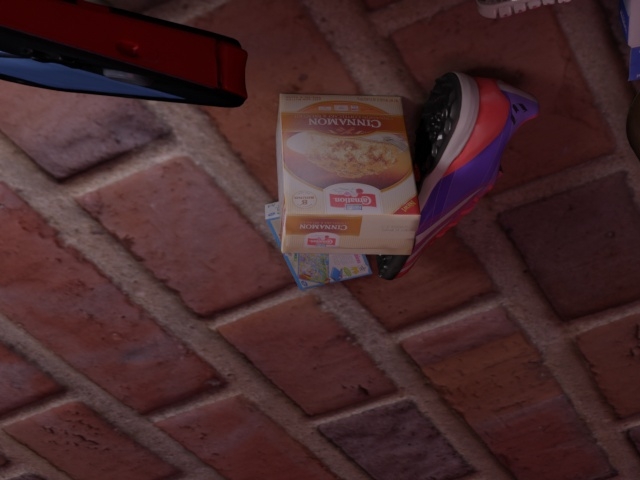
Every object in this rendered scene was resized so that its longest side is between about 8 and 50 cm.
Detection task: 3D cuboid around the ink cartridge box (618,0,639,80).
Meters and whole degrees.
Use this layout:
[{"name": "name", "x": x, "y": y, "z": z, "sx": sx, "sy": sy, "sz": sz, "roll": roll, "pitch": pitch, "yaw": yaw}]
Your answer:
[{"name": "ink cartridge box", "x": 0.390, "y": -0.299, "z": 1.005, "sx": 0.185, "sy": 0.065, "sz": 0.311, "roll": -8, "pitch": 136, "yaw": 6}]

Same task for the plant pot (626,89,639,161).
[{"name": "plant pot", "x": 0.477, "y": -0.071, "z": 1.149, "sx": 0.215, "sy": 0.230, "sz": 0.215, "roll": -3, "pitch": 139, "yaw": -2}]

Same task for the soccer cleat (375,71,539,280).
[{"name": "soccer cleat", "x": 0.150, "y": -0.061, "z": 1.231, "sx": 0.116, "sy": 0.109, "sz": 0.318, "roll": 5, "pitch": 136, "yaw": -17}]

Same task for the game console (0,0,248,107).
[{"name": "game console", "x": -0.285, "y": -0.170, "z": 0.871, "sx": 0.342, "sy": 0.060, "sz": 0.386, "roll": 3, "pitch": -174, "yaw": -45}]

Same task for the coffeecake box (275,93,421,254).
[{"name": "coffeecake box", "x": 0.026, "y": -0.075, "z": 1.136, "sx": 0.142, "sy": 0.186, "sz": 0.068, "roll": 1, "pitch": 139, "yaw": -7}]

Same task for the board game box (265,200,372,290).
[{"name": "board game box", "x": 0.000, "y": 0.000, "z": 1.342, "sx": 0.103, "sy": 0.026, "sz": 0.154, "roll": -13, "pitch": 139, "yaw": 9}]

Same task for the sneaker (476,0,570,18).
[{"name": "sneaker", "x": 0.214, "y": -0.272, "z": 1.003, "sx": 0.170, "sy": 0.063, "sz": 0.075, "roll": -11, "pitch": 140, "yaw": 37}]
